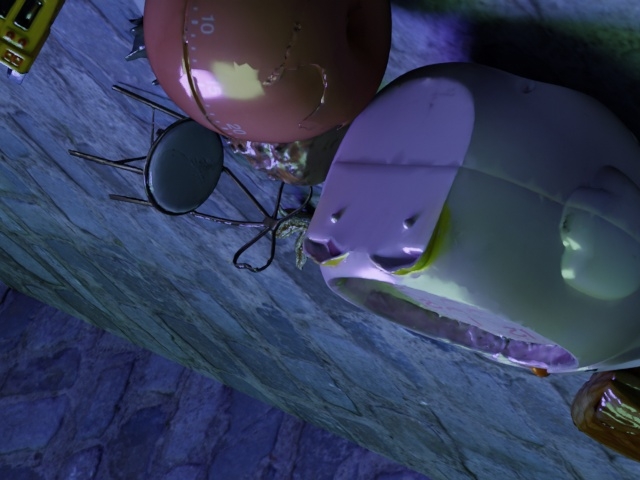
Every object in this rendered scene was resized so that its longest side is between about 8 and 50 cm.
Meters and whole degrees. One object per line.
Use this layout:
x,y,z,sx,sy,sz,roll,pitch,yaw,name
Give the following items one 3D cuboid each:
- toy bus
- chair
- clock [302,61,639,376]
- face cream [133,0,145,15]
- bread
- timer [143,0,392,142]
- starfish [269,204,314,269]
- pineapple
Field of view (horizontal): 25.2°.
-0.354,-0.303,1.649,0.145,0.151,0.331,29,-163,-15,toy bus
-0.189,-0.100,2.057,0.325,0.160,0.170,23,162,38,chair
0.199,-0.013,1.439,0.376,0.251,0.368,29,165,-37,clock
-0.142,-0.275,1.493,0.071,0.144,0.291,14,155,24,face cream
0.462,0.209,1.763,0.277,0.167,0.324,27,171,13,bread
-0.048,-0.207,1.381,0.215,0.230,0.229,12,156,26,timer
0.000,0.000,2.164,0.176,0.053,0.208,35,162,-7,starfish
-0.102,-0.182,1.722,0.310,0.141,0.170,33,-171,23,pineapple
